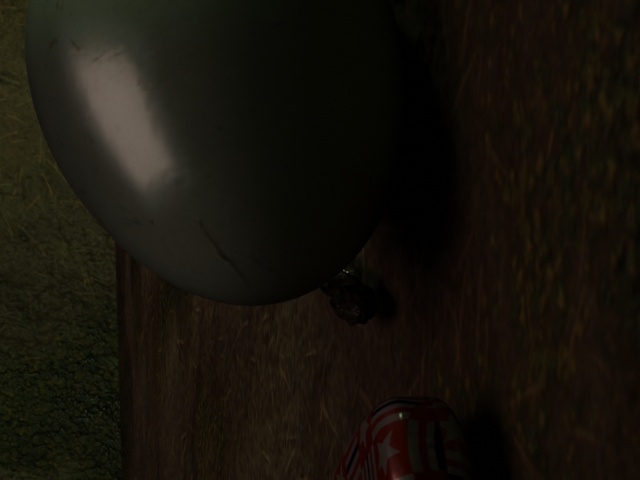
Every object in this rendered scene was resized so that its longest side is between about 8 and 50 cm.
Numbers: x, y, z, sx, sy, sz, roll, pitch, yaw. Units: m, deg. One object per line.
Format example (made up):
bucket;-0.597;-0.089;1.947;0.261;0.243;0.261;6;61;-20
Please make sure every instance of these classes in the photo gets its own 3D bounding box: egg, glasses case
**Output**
egg;-0.049;-0.081;0.680;0.183;0.183;0.264;102;155;-43
glasses case;0.032;0.133;0.620;0.194;0.049;0.073;108;159;-54

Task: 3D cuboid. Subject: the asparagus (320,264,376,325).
asparagus;0.001;-0.001;0.808;0.236;0.027;0.034;-115;17;-63
